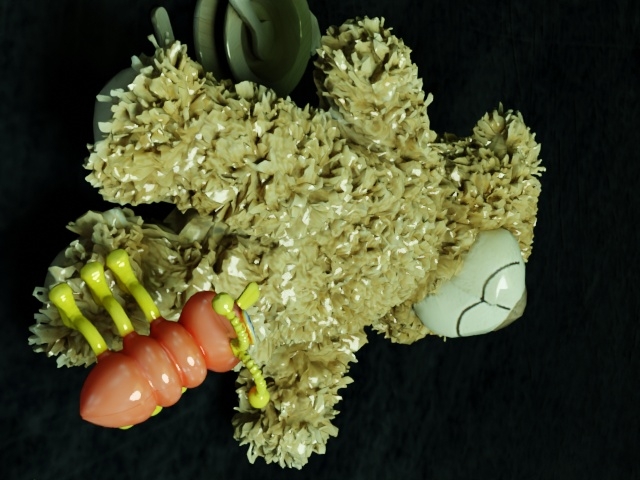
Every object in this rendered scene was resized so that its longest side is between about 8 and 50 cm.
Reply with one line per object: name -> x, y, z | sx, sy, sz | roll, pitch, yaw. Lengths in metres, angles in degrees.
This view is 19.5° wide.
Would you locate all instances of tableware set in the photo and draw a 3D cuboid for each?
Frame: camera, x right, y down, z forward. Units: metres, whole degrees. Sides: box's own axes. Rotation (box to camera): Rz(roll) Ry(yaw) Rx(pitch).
tableware set -> -0.016, -0.068, 1.047 | 0.128, 0.039, 0.194 | -42, 125, -43

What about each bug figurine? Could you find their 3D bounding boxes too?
bug figurine -> -0.079, 0.154, 0.895 | 0.216, 0.072, 0.279 | -35, 125, -16

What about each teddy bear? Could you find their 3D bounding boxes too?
teddy bear -> 0.000, 0.000, 0.979 | 0.338, 0.113, 0.245 | 31, 83, -46
